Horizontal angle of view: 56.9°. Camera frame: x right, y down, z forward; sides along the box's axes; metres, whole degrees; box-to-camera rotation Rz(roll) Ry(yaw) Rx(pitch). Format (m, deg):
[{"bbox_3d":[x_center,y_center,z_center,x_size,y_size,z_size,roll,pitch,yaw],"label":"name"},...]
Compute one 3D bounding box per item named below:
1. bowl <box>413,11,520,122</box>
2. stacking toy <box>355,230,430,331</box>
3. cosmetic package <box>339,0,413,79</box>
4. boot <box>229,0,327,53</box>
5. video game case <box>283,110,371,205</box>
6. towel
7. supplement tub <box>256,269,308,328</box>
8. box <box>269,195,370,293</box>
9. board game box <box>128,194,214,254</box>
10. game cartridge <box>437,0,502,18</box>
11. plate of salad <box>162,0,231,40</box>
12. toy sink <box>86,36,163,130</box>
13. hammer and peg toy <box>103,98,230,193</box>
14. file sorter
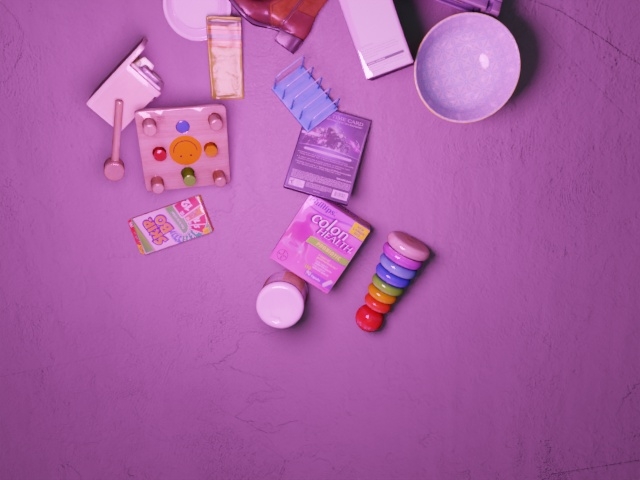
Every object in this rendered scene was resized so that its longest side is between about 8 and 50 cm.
[{"bbox_3d":[0.398,-0.481,1.667,0.289,0.156,0.290,0,103,2],"label":"bowl"},{"bbox_3d":[0.205,0.140,1.843,0.141,0.141,0.330,26,109,-2],"label":"stacking toy"},{"bbox_3d":[0.157,-0.570,1.624,0.138,0.224,0.225,-17,100,13],"label":"cosmetic package"},{"bbox_3d":[-0.098,-0.718,1.666,0.264,0.096,0.280,33,102,-11],"label":"boot"},{"bbox_3d":[0.022,-0.257,1.749,0.196,0.026,0.274,16,76,0],"label":"video game case"},{"bbox_3d":[-0.281,-0.537,1.743,0.102,0.021,0.237,-1,112,-3],"label":"towel"},{"bbox_3d":[-0.114,0.174,1.822,0.144,0.200,0.144,1,102,4],"label":"supplement tub"},{"bbox_3d":[0.000,0.000,1.819,0.213,0.117,0.243,33,102,-4],"label":"box"},{"bbox_3d":[-0.483,-0.047,1.884,0.259,0.039,0.124,-18,100,10],"label":"board game box"},{"bbox_3d":[0.341,-0.757,1.610,0.355,0.068,0.230,19,71,-3],"label":"game cartridge"},{"bbox_3d":[-0.359,-0.687,1.725,0.199,0.048,0.200,0,105,1],"label":"plate of salad"},{"bbox_3d":[-0.545,-0.453,1.722,0.234,0.153,0.131,-43,118,11],"label":"toy sink"},{"bbox_3d":[-0.446,-0.265,1.700,0.361,0.127,0.266,-7,125,-14],"label":"hammer and peg toy"},{"bbox_3d":[-0.041,-0.425,1.707,0.118,0.104,0.170,-40,90,-10],"label":"file sorter"}]
